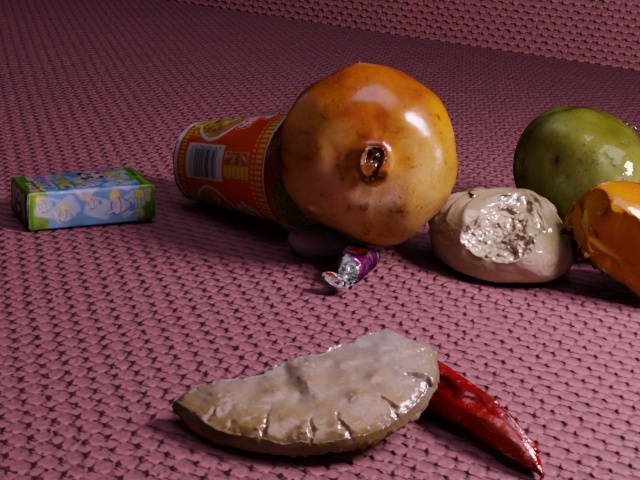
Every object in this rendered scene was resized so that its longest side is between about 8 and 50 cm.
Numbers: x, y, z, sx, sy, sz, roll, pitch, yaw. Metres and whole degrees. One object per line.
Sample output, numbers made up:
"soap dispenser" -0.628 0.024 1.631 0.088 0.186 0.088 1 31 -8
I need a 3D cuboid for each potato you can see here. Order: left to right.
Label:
"potato" 0.413 -0.098 1.824 0.216 0.215 0.304 3 27 -7

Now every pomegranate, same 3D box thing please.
"pomegranate" 0.067 -0.118 1.643 0.264 0.264 0.264 4 19 -2

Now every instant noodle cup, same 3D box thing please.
"instant noodle cup" -0.108 -0.112 1.805 0.212 0.193 0.193 8 17 36

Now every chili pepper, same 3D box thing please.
"chili pepper" 0.145 0.170 1.231 0.059 0.050 0.268 10 13 -38

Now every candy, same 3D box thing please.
"candy" -0.354 -0.062 1.746 0.195 0.062 0.097 -7 23 -27
"candy" 0.048 0.030 1.609 0.045 0.043 0.175 13 17 15

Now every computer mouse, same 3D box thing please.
"computer mouse" 0.000 -0.002 1.694 0.096 0.039 0.066 -2 21 -22

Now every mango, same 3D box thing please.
"mango" 0.465 0.007 1.612 0.252 0.126 0.153 25 43 -10

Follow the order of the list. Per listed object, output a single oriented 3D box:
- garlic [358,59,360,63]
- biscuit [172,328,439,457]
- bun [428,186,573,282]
"garlic" 0.072 -0.289 2.390 0.091 0.128 0.198 -5 18 21
"biscuit" 0.006 0.163 1.182 0.290 0.038 0.141 -13 36 -19
"bun" 0.263 -0.020 1.698 0.210 0.116 0.237 -2 20 -18
